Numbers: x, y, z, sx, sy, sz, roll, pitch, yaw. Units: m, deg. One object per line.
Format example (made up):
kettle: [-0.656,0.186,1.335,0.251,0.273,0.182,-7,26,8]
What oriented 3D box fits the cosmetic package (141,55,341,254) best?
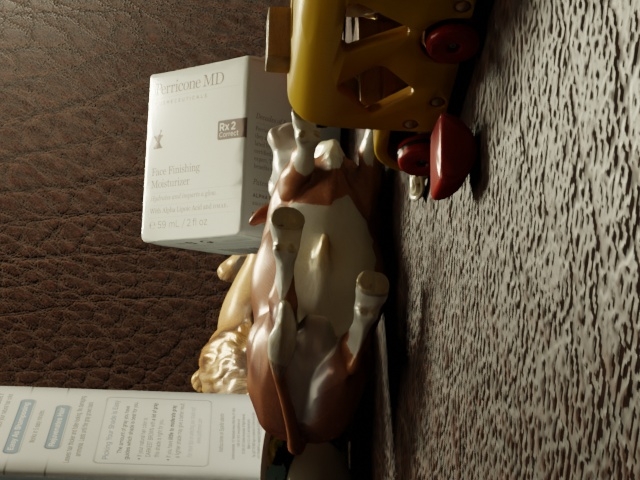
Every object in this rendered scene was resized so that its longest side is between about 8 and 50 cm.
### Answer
cosmetic package: [-0.081,-0.083,1.356,0.151,0.151,0.183,9,-100,-49]

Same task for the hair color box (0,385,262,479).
hair color box: [-0.241,0.238,1.296,0.185,0.375,0.113,-100,14,-70]

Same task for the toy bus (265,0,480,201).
toy bus: [0.023,-0.110,0.701,0.191,0.104,0.202,-107,21,-77]

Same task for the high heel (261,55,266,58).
high heel: [-0.032,-0.107,1.706,0.261,0.093,0.186,-106,0,-50]

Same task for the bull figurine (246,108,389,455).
bull figurine: [0.000,0.000,0.941,0.188,0.101,0.310,100,172,-49]

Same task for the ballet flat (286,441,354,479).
ballet flat: [0.013,0.257,0.959,0.068,0.072,0.213,-12,75,57]

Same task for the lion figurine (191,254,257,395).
lion figurine: [-0.077,0.077,1.668,0.240,0.142,0.392,123,155,-66]

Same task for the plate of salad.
plate of salad: [0.000,0.145,1.053,0.200,0.048,0.199,13,-90,-71]
